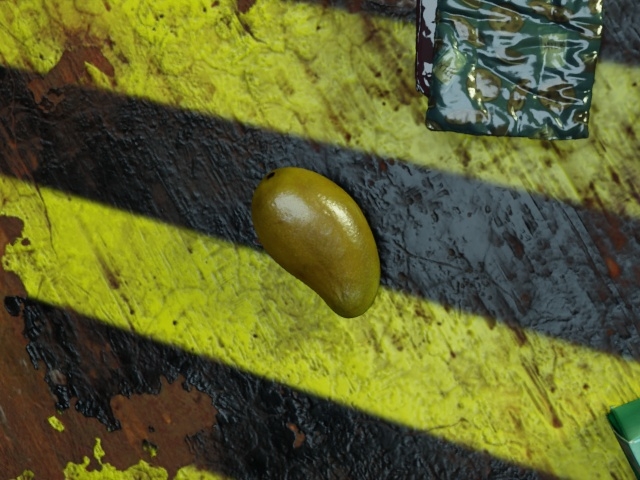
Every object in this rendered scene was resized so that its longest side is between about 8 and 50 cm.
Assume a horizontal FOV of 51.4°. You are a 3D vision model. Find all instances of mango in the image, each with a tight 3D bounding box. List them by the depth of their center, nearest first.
[{"bbox_3d":[0.000,0.000,0.892,0.136,0.099,0.227,-36,93,11],"label":"mango"}]

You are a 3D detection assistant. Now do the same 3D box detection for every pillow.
[{"bbox_3d":[0.222,-0.245,0.761,0.189,0.034,0.255,5,96,14],"label":"pillow"}]

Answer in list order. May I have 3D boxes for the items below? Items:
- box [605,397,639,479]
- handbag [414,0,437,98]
[{"bbox_3d":[0.524,0.242,0.751,0.312,0.118,0.205,-27,86,16],"label":"box"},{"bbox_3d":[0.226,-0.269,0.814,0.216,0.074,0.203,-1,95,14],"label":"handbag"}]
